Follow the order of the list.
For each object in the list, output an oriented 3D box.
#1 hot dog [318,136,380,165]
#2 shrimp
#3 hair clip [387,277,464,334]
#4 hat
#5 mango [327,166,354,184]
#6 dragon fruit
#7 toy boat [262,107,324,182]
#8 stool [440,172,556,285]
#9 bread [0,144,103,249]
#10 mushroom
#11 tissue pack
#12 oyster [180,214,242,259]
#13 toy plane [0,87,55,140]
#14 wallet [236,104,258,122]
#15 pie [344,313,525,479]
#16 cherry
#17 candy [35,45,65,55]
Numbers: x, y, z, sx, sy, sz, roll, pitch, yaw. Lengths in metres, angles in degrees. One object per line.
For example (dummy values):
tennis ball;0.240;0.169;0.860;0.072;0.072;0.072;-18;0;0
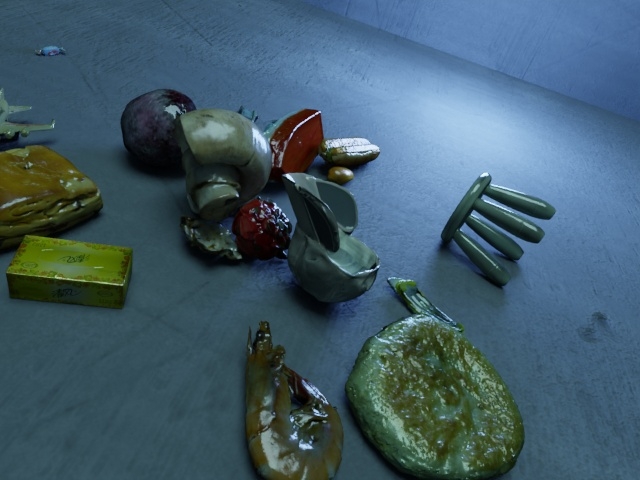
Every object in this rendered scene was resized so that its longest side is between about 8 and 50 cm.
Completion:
hot dog;0.076;-0.245;1.421;0.104;0.076;0.250;31;30;25
shrimp;-0.044;0.240;0.774;0.152;0.063;0.287;7;42;-20
hair clip;0.219;0.137;1.042;0.060;0.033;0.188;-17;47;-41
hat;-0.001;-0.009;0.973;0.275;0.161;0.232;63;14;-6
mango;0.056;-0.174;1.354;0.089;0.046;0.060;-5;34;-45
dragon fruit;-0.115;-0.026;1.025;0.121;0.142;0.130;20;79;8
toy boat;-0.103;-0.241;1.299;0.133;0.145;0.332;4;31;19
stool;0.425;-0.037;1.221;0.198;0.195;0.195;33;39;14
bread;-0.557;-0.092;0.936;0.210;0.099;0.235;32;39;16
mushroom;-0.188;-0.149;1.032;0.188;0.254;0.195;-16;62;-14
tissue pack;-0.414;0.052;0.848;0.175;0.062;0.095;8;38;-13
oyster;-0.230;-0.004;1.008;0.103;0.051;0.148;2;37;-50
toy plane;-0.700;-0.243;1.070;0.228;0.092;0.244;6;40;-20
wallet;-0.216;-0.241;1.241;0.059;0.141;0.202;35;31;-23
pie;0.198;0.263;0.851;0.323;0.071;0.323;14;40;-12
cherry;-0.365;-0.256;1.167;0.195;0.195;0.195;12;37;-9
candy;-0.791;-0.557;1.482;0.030;0.020;0.083;35;40;22
